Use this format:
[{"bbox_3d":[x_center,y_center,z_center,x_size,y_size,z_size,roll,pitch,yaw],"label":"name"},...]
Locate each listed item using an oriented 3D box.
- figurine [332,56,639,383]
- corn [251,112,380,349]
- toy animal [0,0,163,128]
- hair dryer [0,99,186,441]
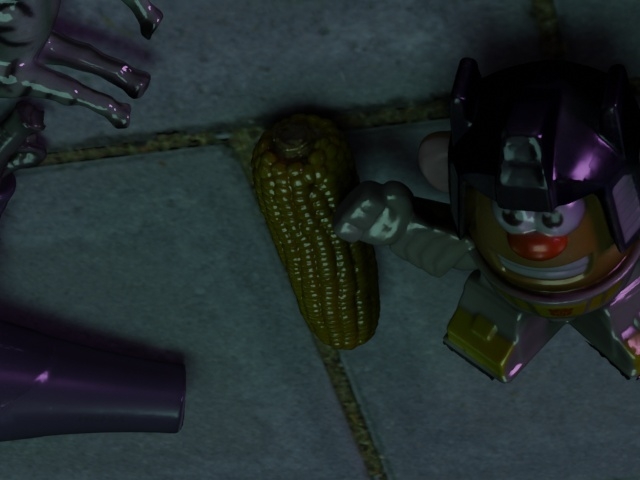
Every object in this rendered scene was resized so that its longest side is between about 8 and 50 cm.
[{"bbox_3d":[0.162,-0.019,1.149,0.308,0.143,0.308,-9,137,-9],"label":"figurine"},{"bbox_3d":[0.000,0.000,1.243,0.080,0.080,0.231,-2,138,10],"label":"corn"},{"bbox_3d":[-0.195,-0.136,1.119,0.170,0.090,0.255,32,130,-20],"label":"toy animal"},{"bbox_3d":[-0.243,0.037,1.317,0.301,0.121,0.361,6,134,-11],"label":"hair dryer"}]
